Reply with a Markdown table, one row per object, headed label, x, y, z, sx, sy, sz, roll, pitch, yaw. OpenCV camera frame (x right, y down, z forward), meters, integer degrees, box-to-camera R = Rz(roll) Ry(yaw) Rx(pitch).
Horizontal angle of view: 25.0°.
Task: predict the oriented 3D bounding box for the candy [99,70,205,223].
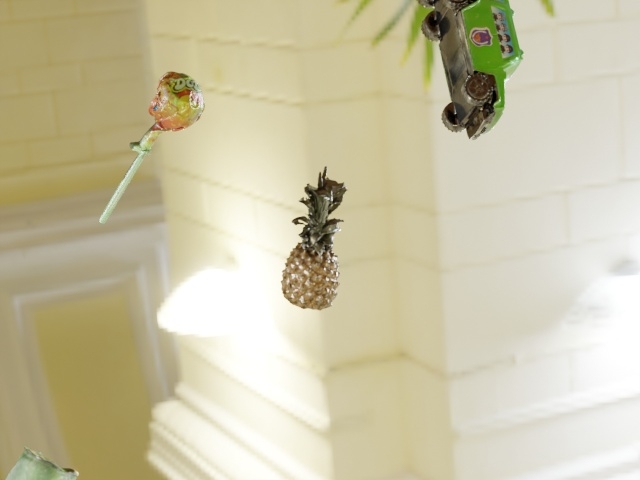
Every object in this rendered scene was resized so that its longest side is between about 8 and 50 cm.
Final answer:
| label | x | y | z | sx | sy | sz | roll | pitch | yaw |
| --- | --- | --- | --- | --- | --- | --- | --- | --- | --- |
| candy | -0.192 | -0.097 | 1.586 | 0.060 | 0.201 | 0.060 | 31 | -160 | -13 |

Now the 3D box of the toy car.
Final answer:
| label | x | y | z | sx | sy | sz | roll | pitch | yaw |
| --- | --- | --- | --- | --- | --- | --- | --- | --- | --- |
| toy car | 0.125 | -0.166 | 1.186 | 0.062 | 0.165 | 0.071 | -6 | 163 | -14 |

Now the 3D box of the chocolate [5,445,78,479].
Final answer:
| label | x | y | z | sx | sy | sz | roll | pitch | yaw |
| --- | --- | --- | --- | --- | --- | --- | --- | --- | --- |
| chocolate | -0.514 | 0.494 | 2.398 | 0.110 | 0.291 | 0.110 | 25 | 170 | 5 |

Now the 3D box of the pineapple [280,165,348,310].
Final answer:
| label | x | y | z | sx | sy | sz | roll | pitch | yaw |
| --- | --- | --- | --- | --- | --- | --- | --- | --- | --- |
| pineapple | 0.000 | 0.000 | 1.292 | 0.058 | 0.124 | 0.058 | 10 | -151 | -6 |
